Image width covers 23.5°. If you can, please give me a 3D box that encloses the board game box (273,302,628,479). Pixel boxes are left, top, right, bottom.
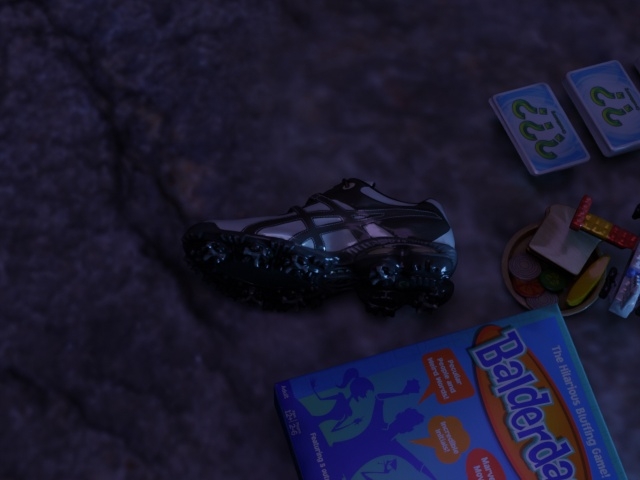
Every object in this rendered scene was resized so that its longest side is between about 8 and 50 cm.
[{"bbox_3d":[0.090,0.147,1.052,0.210,0.047,0.160,-16,66,-8],"label":"board game box"}]

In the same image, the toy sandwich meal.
[{"bbox_3d":[0.173,0.015,1.123,0.086,0.029,0.085,0,65,0],"label":"toy sandwich meal"}]

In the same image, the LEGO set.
[{"bbox_3d":[0.256,-0.041,1.120,0.182,0.060,0.244,-15,63,-19],"label":"LEGO set"}]

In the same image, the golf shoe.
[{"bbox_3d":[0.000,0.000,1.115,0.198,0.077,0.094,7,51,-1],"label":"golf shoe"}]
